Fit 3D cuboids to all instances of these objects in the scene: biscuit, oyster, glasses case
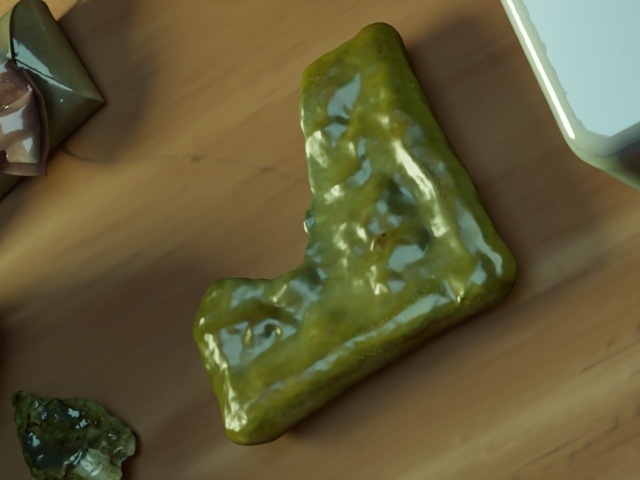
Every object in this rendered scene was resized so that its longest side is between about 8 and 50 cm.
[{"bbox_3d":[0.000,0.000,1.033,0.183,0.039,0.174,-36,61,14],"label":"biscuit"},{"bbox_3d":[-0.143,0.110,1.086,0.093,0.034,0.051,5,70,35],"label":"oyster"},{"bbox_3d":[-0.219,-0.048,1.156,0.193,0.070,0.102,-40,60,14],"label":"glasses case"}]

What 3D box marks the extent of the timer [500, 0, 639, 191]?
[{"bbox_3d":[0.187,-0.138,0.863,0.192,0.195,0.194,-29,69,19],"label":"timer"}]
